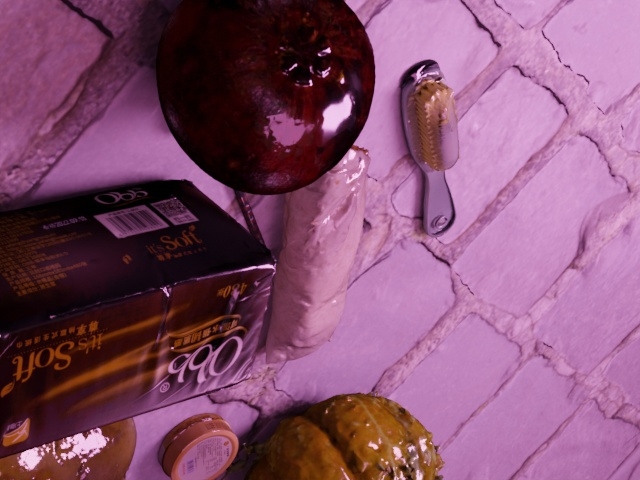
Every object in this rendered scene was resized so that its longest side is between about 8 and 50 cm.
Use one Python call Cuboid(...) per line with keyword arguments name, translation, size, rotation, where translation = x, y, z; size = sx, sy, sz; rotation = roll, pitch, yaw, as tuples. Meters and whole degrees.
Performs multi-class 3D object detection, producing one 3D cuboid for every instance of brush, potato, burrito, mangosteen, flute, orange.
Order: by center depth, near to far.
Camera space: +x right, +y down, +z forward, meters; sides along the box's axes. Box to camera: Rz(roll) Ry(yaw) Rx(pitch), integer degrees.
Cuboid(name="mangosteen", translation=(-0.069, -0.156, 1.786), size=(0.235, 0.235, 0.261), rotation=(-16, 175, -29))
Cuboid(name="potato", translation=(-0.341, 0.245, 1.931), size=(0.307, 0.173, 0.210), rotation=(-7, 142, -45))
Cuboid(name="flute", translation=(-0.091, -0.048, 2.006), size=(0.014, 0.014, 0.269), rotation=(-33, 141, -12))
Cuboid(name="burrito", translation=(0.000, 0.000, 2.084), size=(0.117, 0.076, 0.392), rotation=(-26, 142, -35))
Cuboid(name="brush", translation=(0.151, -0.097, 2.132), size=(0.068, 0.060, 0.297), rotation=(-32, 141, -17))
Cuboid(name="orange", translation=(0.032, 0.357, 2.331), size=(0.300, 0.223, 0.301), rotation=(-31, 144, -14))

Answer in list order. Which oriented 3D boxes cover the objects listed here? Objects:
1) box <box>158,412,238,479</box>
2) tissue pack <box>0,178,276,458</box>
Cuboid(name="box", translation=(-0.159, 0.275, 2.237), size=(0.105, 0.037, 0.105), rotation=(-23, 139, -22))
Cuboid(name="tissue pack", translation=(-0.249, 0.068, 1.812), size=(0.370, 0.210, 0.198), rotation=(-14, 126, -37))
